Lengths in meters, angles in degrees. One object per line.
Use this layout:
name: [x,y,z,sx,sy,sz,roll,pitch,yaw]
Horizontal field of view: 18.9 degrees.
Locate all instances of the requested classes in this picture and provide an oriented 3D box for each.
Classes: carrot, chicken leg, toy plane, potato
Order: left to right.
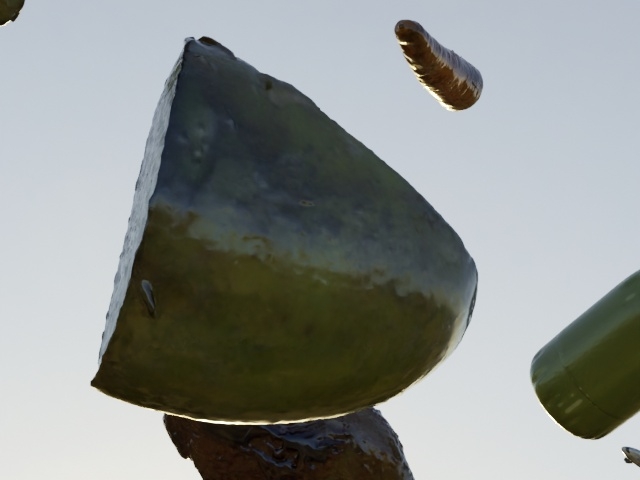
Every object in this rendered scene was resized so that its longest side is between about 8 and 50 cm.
chicken leg: [-0.007,0.223,1.806,0.322,0.177,0.083,16,18,17]
potato: [0.000,0.000,1.310,0.255,0.269,0.112,17,-24,-12]
carrot: [0.125,-0.204,2.163,0.061,0.061,0.210,-5,-16,22]
toy plane: [0.251,0.171,1.403,0.084,0.078,0.024,27,-29,-13]

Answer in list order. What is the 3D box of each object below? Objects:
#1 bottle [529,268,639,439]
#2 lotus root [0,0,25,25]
bottle: [0.327,0.084,1.875,0.112,0.112,0.260,23,-54,-39]
lotus root: [-0.366,-0.316,1.955,0.183,0.078,0.203,-19,-57,44]
